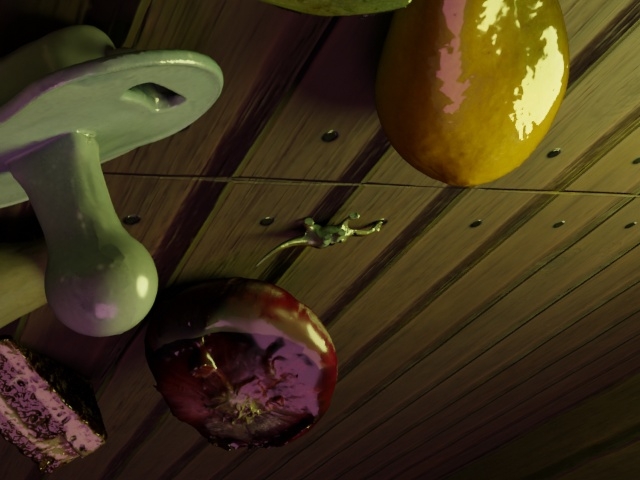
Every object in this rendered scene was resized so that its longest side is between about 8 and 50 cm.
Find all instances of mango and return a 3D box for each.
[{"bbox_3d":[0.133,-0.151,0.715,0.176,0.119,0.317,-16,145,3],"label":"mango"}]

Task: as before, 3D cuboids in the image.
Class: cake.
[{"bbox_3d":[-0.418,0.205,1.143,0.112,0.135,0.246,-30,124,0],"label":"cake"}]

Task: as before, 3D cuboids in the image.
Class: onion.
[{"bbox_3d":[-0.105,0.147,1.102,0.272,0.195,0.272,4,124,5],"label":"onion"}]

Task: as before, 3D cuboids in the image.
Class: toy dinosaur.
[{"bbox_3d":[0.005,-0.008,0.990,0.180,0.037,0.058,-8,148,-21],"label":"toy dinosaur"}]

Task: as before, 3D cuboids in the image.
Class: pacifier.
[{"bbox_3d":[-0.191,-0.033,0.621,0.287,0.226,0.238,-20,172,8],"label":"pacifier"}]

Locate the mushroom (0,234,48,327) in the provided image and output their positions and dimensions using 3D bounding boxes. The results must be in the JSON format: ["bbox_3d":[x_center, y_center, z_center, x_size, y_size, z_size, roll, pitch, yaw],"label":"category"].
[{"bbox_3d":[-0.388,0.059,0.791,0.350,0.128,0.128,-15,154,-15],"label":"mushroom"}]

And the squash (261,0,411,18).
[{"bbox_3d":[-0.036,-0.203,0.551,0.200,0.090,0.075,3,-179,-11],"label":"squash"}]
